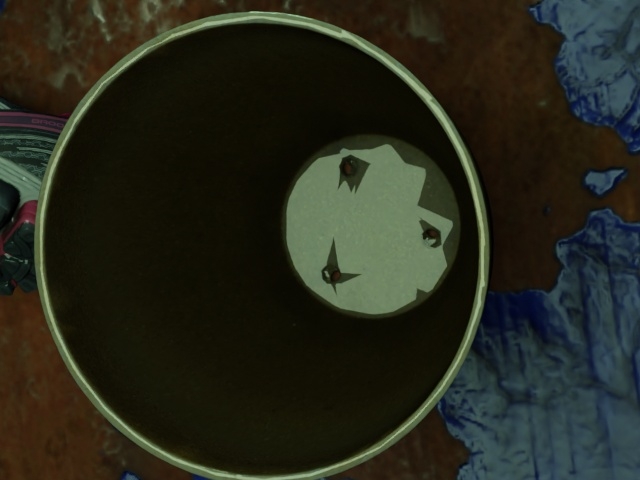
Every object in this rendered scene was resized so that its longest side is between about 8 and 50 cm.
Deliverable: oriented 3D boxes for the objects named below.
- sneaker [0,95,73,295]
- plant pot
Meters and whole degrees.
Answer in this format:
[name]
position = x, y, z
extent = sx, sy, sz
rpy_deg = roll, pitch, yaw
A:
[sneaker]
position = -0.287, -0.065, 1.199
extent = 0.299, 0.112, 0.121
rpy_deg = 22, 142, 3
[plant pot]
position = 0.000, 0.000, 1.057
extent = 0.237, 0.254, 0.237
rpy_deg = 1, 92, 15
